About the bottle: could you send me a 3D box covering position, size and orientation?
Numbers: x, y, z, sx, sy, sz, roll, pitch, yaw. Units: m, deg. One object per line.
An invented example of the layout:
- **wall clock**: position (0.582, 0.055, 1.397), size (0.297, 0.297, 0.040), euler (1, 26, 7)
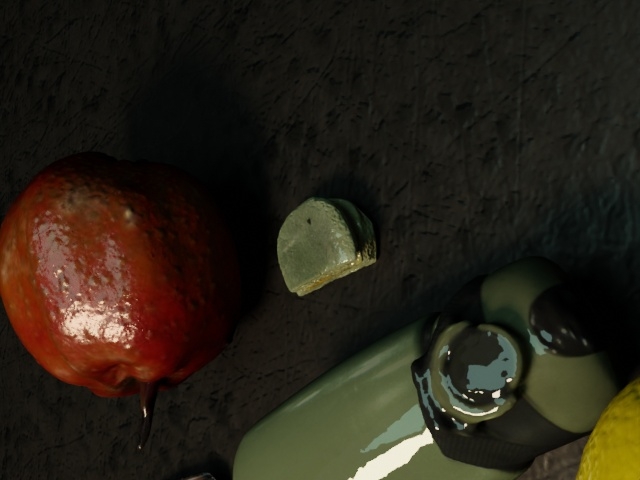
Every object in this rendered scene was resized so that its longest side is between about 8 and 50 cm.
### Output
- **bottle**: position (0.087, 0.145, 0.743), size (0.347, 0.168, 0.168), euler (-41, 63, 32)

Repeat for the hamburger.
- **hamburger**: position (-0.003, 0.000, 0.903), size (0.121, 0.054, 0.084), euler (-33, 70, 46)

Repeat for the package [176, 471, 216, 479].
- **package**: position (-0.151, 0.412, 1.037), size (0.194, 0.071, 0.270), euler (-25, 62, 33)

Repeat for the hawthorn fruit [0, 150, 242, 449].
- **hawthorn fruit**: position (-0.206, 0.064, 0.949), size (0.254, 0.254, 0.300), euler (-24, 62, 40)

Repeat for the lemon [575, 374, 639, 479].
- **lemon**: position (0.252, 0.167, 0.583), size (0.180, 0.180, 0.193), euler (3, 112, 43)
